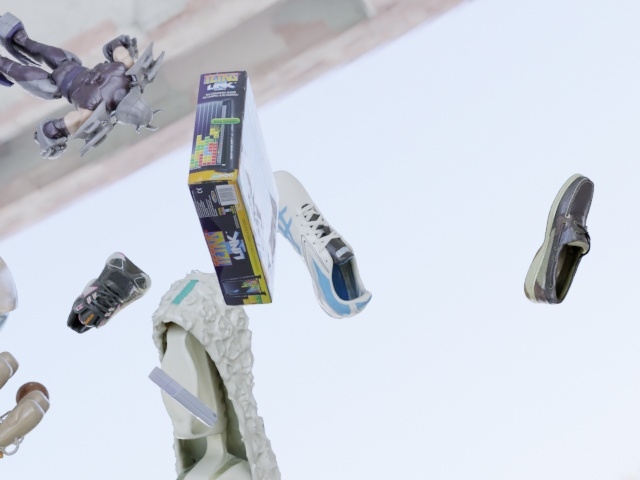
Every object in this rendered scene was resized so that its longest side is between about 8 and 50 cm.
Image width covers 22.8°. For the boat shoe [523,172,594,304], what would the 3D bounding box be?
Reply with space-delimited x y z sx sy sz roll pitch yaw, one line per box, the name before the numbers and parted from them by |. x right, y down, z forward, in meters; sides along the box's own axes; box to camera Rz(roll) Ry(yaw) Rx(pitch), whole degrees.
boat shoe | 0.273 0.002 1.736 0.056 0.049 0.152 23 -95 -44

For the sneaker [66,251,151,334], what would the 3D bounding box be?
sneaker | -0.285 0.081 2.108 0.077 0.072 0.178 -55 6 -34

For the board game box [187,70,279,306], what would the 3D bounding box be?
board game box | -0.078 -0.046 1.450 0.048 0.141 0.170 -6 -43 7

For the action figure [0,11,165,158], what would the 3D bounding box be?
action figure | -0.303 -0.191 1.866 0.185 0.285 0.099 -50 -25 -35

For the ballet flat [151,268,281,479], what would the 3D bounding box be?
ballet flat | -0.143 0.241 1.972 0.147 0.409 0.147 -10 16 3

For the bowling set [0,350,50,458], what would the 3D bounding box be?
bowling set | -0.500 0.260 2.402 0.154 0.287 0.200 -43 -37 -3

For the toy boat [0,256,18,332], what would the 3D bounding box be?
toy boat | -0.421 0.064 1.356 0.318 0.148 0.267 3 4 7

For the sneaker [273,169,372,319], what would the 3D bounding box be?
sneaker | 0.000 0.000 2.261 0.086 0.237 0.085 -27 4 44

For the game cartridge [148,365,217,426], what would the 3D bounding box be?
game cartridge | -0.127 0.138 1.428 0.017 0.056 0.083 -48 22 -9
